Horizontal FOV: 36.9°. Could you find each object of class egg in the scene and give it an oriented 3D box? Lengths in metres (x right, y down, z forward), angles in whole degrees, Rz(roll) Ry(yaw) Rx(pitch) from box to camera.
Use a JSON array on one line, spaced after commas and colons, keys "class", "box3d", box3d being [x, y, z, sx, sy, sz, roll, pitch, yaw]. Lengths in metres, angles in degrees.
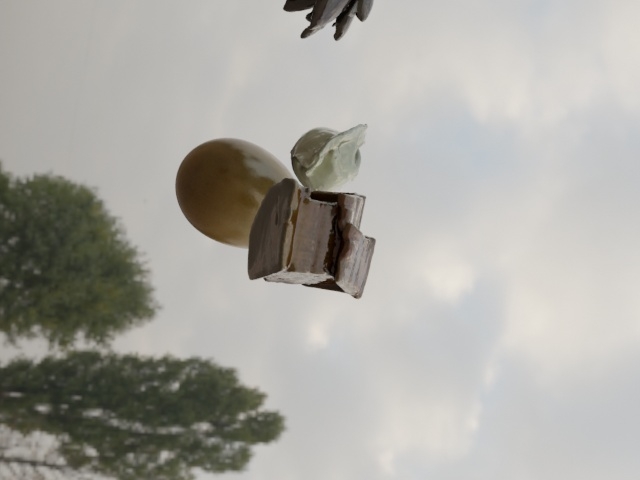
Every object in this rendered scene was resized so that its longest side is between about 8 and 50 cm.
[{"class": "egg", "box3d": [-0.189, -0.108, 2.291, 0.250, 0.323, 0.250, -155, -90, -84]}]

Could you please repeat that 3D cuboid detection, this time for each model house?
[{"class": "model house", "box3d": [-0.002, 0.000, 1.810, 0.220, 0.229, 0.199, 7, -93, 64]}]

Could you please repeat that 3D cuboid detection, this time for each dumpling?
[{"class": "dumpling", "box3d": [0.028, -0.190, 2.094, 0.147, 0.193, 0.258, 57, 10, 4]}]

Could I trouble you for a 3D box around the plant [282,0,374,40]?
[{"class": "plant", "box3d": [0.065, -0.484, 1.625, 0.181, 0.321, 0.194, 52, -4, 35]}]
